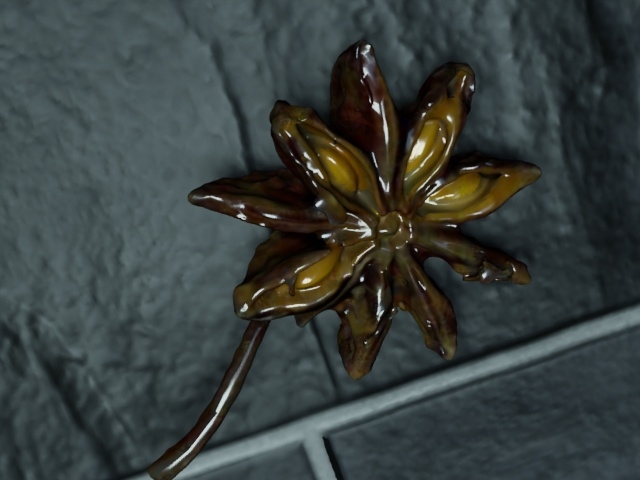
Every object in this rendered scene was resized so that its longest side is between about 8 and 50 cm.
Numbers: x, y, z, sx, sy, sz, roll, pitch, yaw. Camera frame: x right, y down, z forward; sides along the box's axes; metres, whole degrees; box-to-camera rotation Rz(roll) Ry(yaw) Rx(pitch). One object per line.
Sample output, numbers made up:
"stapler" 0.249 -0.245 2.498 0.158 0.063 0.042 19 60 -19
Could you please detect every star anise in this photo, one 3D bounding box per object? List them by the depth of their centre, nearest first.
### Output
"star anise" -0.002 0.002 0.436 0.234 0.073 0.177 -23 111 -15
